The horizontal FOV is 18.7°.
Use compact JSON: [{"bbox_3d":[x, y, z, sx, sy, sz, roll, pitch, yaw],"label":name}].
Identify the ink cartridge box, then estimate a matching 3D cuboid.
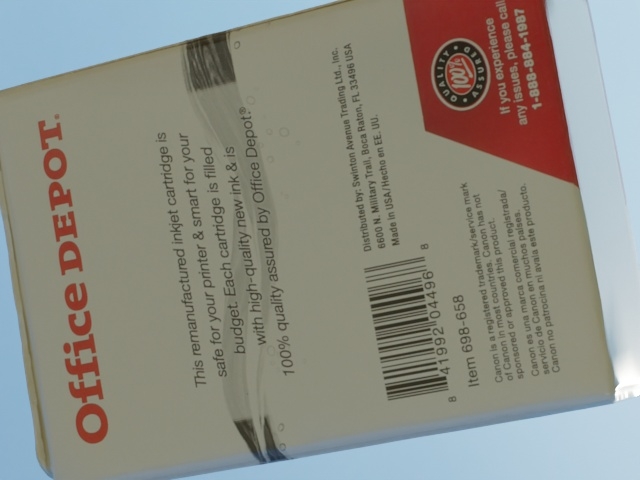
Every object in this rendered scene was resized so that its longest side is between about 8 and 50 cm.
[{"bbox_3d":[0.000,0.000,0.907,0.273,0.197,0.114,-12,174,19],"label":"ink cartridge box"}]
